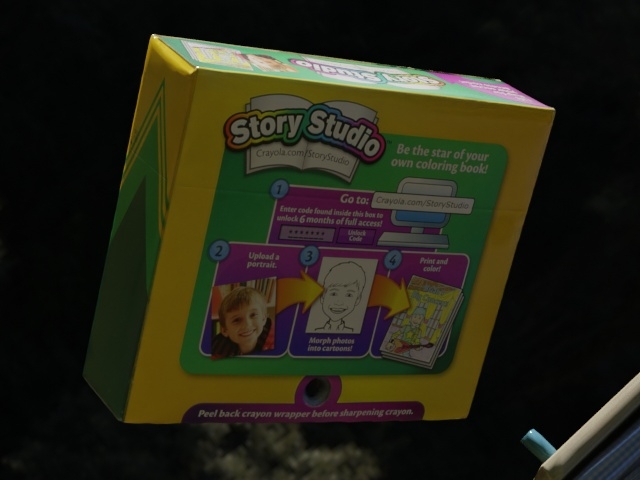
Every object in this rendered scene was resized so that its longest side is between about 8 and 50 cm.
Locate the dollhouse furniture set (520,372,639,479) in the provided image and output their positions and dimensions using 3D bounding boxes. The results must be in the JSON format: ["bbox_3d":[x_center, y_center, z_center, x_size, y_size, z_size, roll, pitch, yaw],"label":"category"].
[{"bbox_3d":[0.190,0.192,0.869,0.198,0.286,0.303,44,-23,18],"label":"dollhouse furniture set"}]

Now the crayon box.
[{"bbox_3d":[0.000,0.000,1.380,0.363,0.313,0.106,4,19,-31],"label":"crayon box"}]
